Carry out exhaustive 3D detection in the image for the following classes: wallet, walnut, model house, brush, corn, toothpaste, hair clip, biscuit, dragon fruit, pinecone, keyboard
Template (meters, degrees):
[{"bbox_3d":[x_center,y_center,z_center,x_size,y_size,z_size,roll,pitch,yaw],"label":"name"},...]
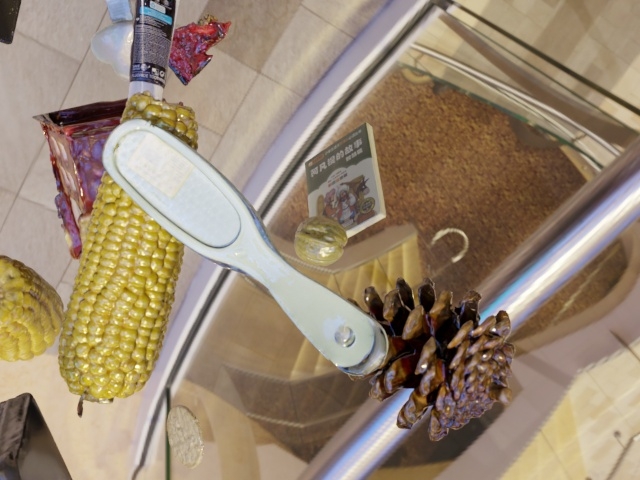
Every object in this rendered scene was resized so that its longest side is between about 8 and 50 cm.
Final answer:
[{"bbox_3d":[-0.203,0.252,0.561,0.044,0.149,0.250,-20,104,-11],"label":"wallet"},{"bbox_3d":[0.000,0.000,1.179,0.092,0.092,0.092,-5,120,-9],"label":"walnut"},{"bbox_3d":[-0.296,-0.078,1.066,0.196,0.160,0.254,-18,111,-31],"label":"model house"},{"bbox_3d":[-0.061,0.006,0.604,0.297,0.060,0.068,42,94,6],"label":"brush"},{"bbox_3d":[-0.441,0.097,0.994,0.143,0.387,0.144,4,76,-16],"label":"corn"},{"bbox_3d":[-0.222,-0.263,0.940,0.071,0.045,0.194,9,84,-49],"label":"toothpaste"},{"bbox_3d":[-0.372,-0.417,1.363,0.159,0.071,0.219,-6,102,21],"label":"hair clip"},{"bbox_3d":[-0.247,0.358,1.288,0.015,0.120,0.120,-9,126,-42],"label":"biscuit"},{"bbox_3d":[-0.182,0.014,0.687,0.101,0.101,0.311,14,85,-19],"label":"corn"},{"bbox_3d":[-0.281,-0.437,1.563,0.092,0.123,0.192,30,149,-36],"label":"dragon fruit"},{"bbox_3d":[0.161,0.172,1.089,0.244,0.309,0.244,-36,139,-38],"label":"pinecone"},{"bbox_3d":[-0.569,-0.480,1.260,0.087,0.017,0.251,10,84,-37],"label":"keyboard"}]

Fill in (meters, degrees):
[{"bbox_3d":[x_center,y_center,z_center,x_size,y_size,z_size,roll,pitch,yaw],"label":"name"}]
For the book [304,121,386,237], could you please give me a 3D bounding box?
[{"bbox_3d":[0.051,-0.122,1.627,0.202,0.264,0.027,-30,139,32],"label":"book"}]
